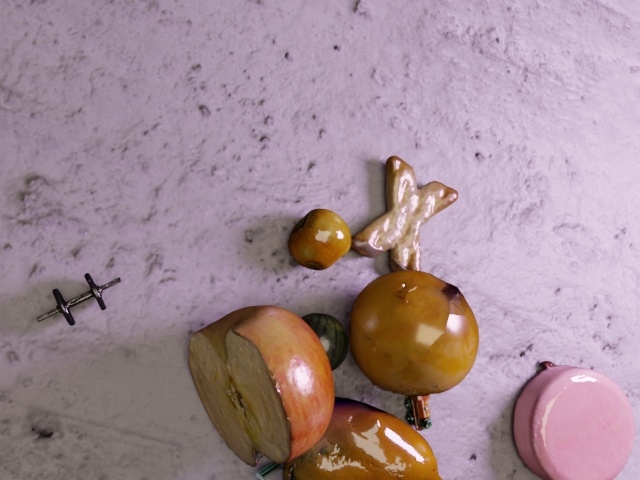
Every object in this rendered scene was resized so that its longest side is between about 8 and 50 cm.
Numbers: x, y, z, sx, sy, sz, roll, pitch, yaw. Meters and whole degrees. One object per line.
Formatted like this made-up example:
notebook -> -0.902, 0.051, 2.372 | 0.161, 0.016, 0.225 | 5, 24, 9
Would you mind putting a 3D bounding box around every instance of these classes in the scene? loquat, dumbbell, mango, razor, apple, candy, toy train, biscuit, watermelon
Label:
loquat -> 0.164, 0.164, 1.230 | 0.235, 0.235, 0.235 | 1, 85, -17
dumbbell -> -0.402, 0.098, 1.149 | 0.147, 0.069, 0.069 | -27, 93, -17
mango -> 0.078, 0.385, 1.216 | 0.287, 0.201, 0.152 | 26, 36, -14
razor -> -0.087, 0.496, 1.229 | 0.068, 0.037, 0.191 | -10, 93, -59
apple -> -0.076, 0.228, 1.140 | 0.163, 0.293, 0.251 | -24, 95, -33
apple -> 0.000, 0.000, 1.264 | 0.102, 0.099, 0.114 | 39, 73, -13
candy -> 0.507, 0.368, 1.387 | 0.255, 0.094, 0.255 | 1, 86, -16
toy train -> 0.189, 0.312, 1.311 | 0.044, 0.064, 0.103 | -8, 87, -19
biscuit -> 0.160, -0.042, 1.341 | 0.164, 0.047, 0.208 | 29, 78, -13
watermelon -> -0.003, 0.197, 1.240 | 0.105, 0.105, 0.133 | 8, 74, -16
